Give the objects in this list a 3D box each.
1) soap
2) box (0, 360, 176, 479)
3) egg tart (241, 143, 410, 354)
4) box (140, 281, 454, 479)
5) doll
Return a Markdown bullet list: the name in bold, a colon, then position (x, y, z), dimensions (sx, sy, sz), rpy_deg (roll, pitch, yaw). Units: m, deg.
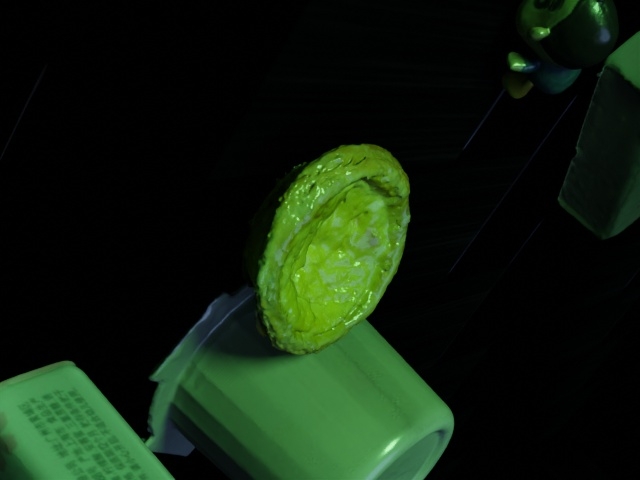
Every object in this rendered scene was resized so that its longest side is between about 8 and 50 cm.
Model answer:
- **soap**: position (0.445, -0.171, 1.407), dimensions (0.285, 0.107, 0.296), rpy_deg (-37, 155, -23)
- **box**: position (-0.129, 0.280, 0.817), dimensions (0.112, 0.370, 0.190), rpy_deg (-20, 148, -49)
- **egg tart**: position (0.000, 0.000, 0.927), dimensions (0.191, 0.074, 0.191), rpy_deg (-31, 139, -32)
- **box**: position (-0.015, 0.181, 1.063), dimensions (0.262, 0.206, 0.291), rpy_deg (-25, 147, -40)
- **doll**: position (0.213, -0.185, 1.020), dimensions (0.102, 0.089, 0.179), rpy_deg (-38, 180, -19)
